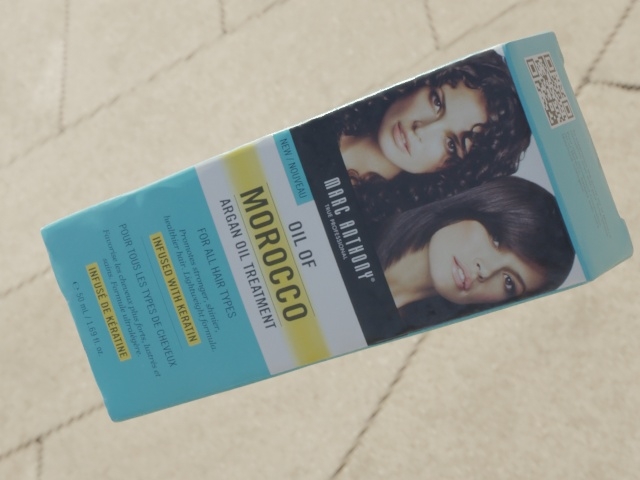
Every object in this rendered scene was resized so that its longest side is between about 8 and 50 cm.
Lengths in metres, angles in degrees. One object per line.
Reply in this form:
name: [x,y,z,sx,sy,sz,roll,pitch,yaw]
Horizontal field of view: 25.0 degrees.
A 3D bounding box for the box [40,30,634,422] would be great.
box: [0.000,0.000,0.624,0.244,0.100,0.060,-20,2,30]
